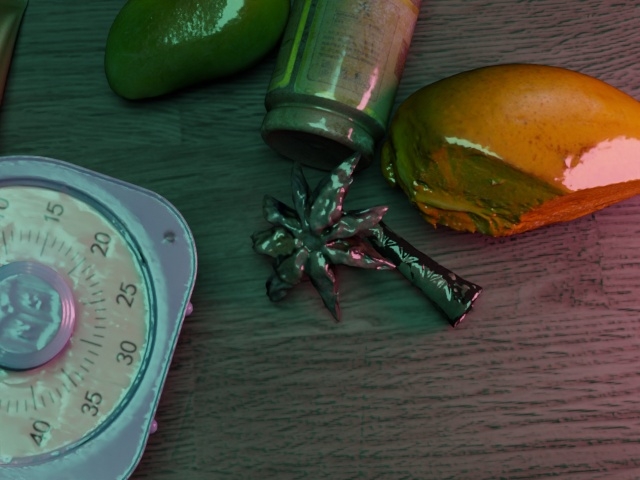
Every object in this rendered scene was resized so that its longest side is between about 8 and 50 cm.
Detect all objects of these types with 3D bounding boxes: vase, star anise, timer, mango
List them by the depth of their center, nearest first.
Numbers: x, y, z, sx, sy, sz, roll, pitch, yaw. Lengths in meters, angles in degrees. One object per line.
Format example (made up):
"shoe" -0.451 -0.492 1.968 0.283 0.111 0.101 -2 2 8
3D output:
"timer" -0.343 0.089 1.371 0.394 0.173 0.395 2 81 -16
"mango" 0.252 -0.106 1.452 0.349 0.201 0.199 -4 102 -8
"star anise" 0.000 0.000 1.453 0.204 0.061 0.181 -38 93 22
"vase" 0.111 0.029 1.481 0.167 0.059 0.059 39 79 10
"mango" -0.155 -0.265 1.545 0.251 0.114 0.156 -25 86 7

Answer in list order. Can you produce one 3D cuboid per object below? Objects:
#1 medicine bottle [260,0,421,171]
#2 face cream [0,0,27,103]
"medicine bottle" 0.036 -0.255 1.511 0.151 0.151 0.323 15 76 5
"face cream" -0.446 -0.168 1.533 0.137 0.084 0.341 13 72 -30
